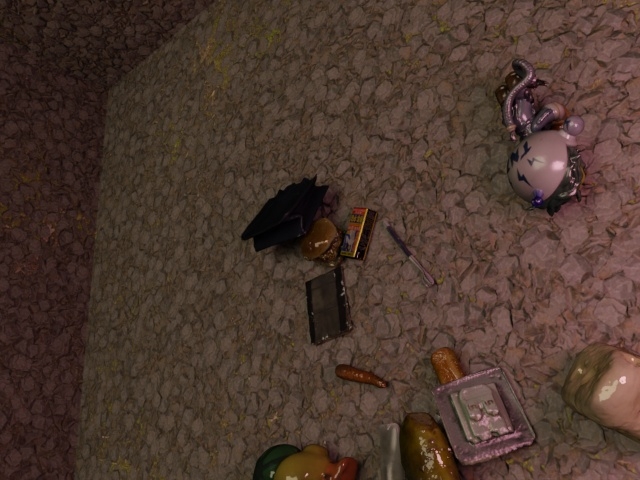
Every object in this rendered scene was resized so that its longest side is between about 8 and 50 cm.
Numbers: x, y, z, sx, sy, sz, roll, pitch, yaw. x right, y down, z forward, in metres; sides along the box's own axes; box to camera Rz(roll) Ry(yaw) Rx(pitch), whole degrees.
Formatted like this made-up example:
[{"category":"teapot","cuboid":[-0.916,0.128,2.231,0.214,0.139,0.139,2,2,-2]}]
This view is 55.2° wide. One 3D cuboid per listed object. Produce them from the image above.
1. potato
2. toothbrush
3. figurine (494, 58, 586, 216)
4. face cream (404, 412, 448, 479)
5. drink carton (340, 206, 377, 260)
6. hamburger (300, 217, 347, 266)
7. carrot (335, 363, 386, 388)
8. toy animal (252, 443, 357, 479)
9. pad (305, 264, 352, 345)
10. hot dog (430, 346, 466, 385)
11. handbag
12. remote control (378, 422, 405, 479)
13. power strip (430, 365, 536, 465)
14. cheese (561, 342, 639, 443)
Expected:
[{"category":"potato","cuboid":[0.261,0.539,1.499,0.149,0.113,0.251,-50,56,51]},{"category":"toothbrush","cuboid":[0.261,0.036,1.848,0.026,0.024,0.288,-59,45,30]},{"category":"figurine","cuboid":[0.555,-0.246,1.561,0.186,0.261,0.381,-4,64,-5]},{"category":"face cream","cuboid":[0.270,0.591,1.600,0.073,0.073,0.283,18,88,45]},{"category":"drink carton","cuboid":[0.124,-0.021,1.975,0.071,0.056,0.165,9,81,53]},{"category":"hamburger","cuboid":[0.000,0.000,2.031,0.185,0.131,0.159,18,85,49]},{"category":"carrot","cuboid":[0.122,0.409,1.832,0.191,0.047,0.047,8,81,41]},{"category":"toy animal","cuboid":[-0.068,0.704,1.797,0.338,0.191,0.216,-5,73,43]},{"category":"pad","cuboid":[0.022,0.213,2.010,0.174,0.022,0.233,-27,57,35]},{"category":"hot dog","cuboid":[0.365,0.410,1.583,0.083,0.068,0.289,-23,53,5]},{"category":"handbag","cuboid":[-0.113,-0.098,2.133,0.326,0.118,0.269,-17,36,52]},{"category":"remote control","cuboid":[0.190,0.621,1.686,0.073,0.044,0.229,-21,62,40]},{"category":"power strip","cuboid":[0.392,0.419,1.491,0.198,0.064,0.213,-20,55,-1]},{"category":"cheese","cuboid":[0.609,0.309,1.290,0.248,0.251,0.173,21,89,61]}]
